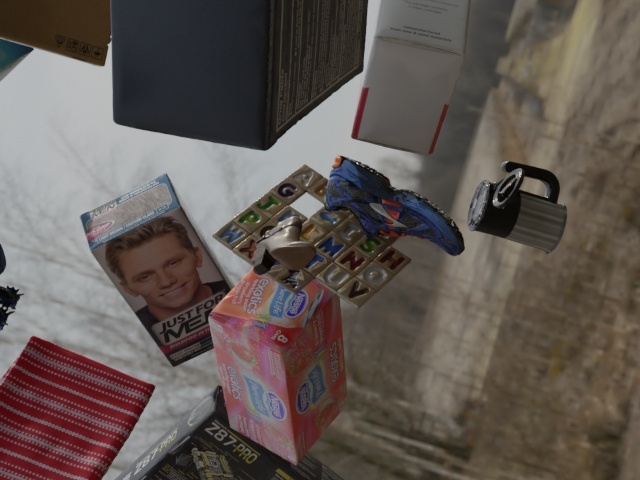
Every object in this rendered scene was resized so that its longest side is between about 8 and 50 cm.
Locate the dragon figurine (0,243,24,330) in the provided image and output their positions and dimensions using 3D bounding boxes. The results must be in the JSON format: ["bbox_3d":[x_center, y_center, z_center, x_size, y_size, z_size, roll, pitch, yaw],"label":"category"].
[{"bbox_3d":[-0.576,0.049,2.066,0.289,0.144,0.085,104,178,-53],"label":"dragon figurine"}]

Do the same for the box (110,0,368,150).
[{"bbox_3d":[-0.074,-0.285,1.260,0.294,0.183,0.296,-48,-35,-60],"label":"box"}]

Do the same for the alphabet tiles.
[{"bbox_3d":[0.000,0.000,1.745,0.198,0.237,0.009,-40,-30,-32],"label":"alphabet tiles"}]

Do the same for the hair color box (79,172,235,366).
[{"bbox_3d":[-0.269,0.060,2.203,0.347,0.174,0.105,63,180,-44],"label":"hair color box"}]

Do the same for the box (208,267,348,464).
[{"bbox_3d":[-0.061,0.189,1.928,0.154,0.142,0.300,-47,-31,-32],"label":"box"}]

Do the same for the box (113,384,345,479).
[{"bbox_3d":[-0.139,0.483,2.202,0.318,0.395,0.097,-43,18,23],"label":"box"}]

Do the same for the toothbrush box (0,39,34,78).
[{"bbox_3d":[-0.698,-0.291,2.243,0.216,0.126,0.295,-32,9,37],"label":"toothbrush box"}]

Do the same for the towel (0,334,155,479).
[{"bbox_3d":[-0.365,0.256,1.631,0.031,0.199,0.275,103,-168,-48],"label":"towel"}]

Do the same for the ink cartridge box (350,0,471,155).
[{"bbox_3d":[0.138,-0.312,1.766,0.226,0.131,0.306,101,178,-55],"label":"ink cartridge box"}]

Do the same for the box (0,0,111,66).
[{"bbox_3d":[-0.349,-0.326,1.578,0.021,0.201,0.164,9,87,51],"label":"box"}]

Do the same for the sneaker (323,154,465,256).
[{"bbox_3d":[0.102,-0.034,1.727,0.087,0.221,0.083,-62,-14,9],"label":"sneaker"}]

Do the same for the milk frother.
[{"bbox_3d":[0.315,-0.047,1.894,0.143,0.135,0.129,-105,32,-70],"label":"milk frother"}]

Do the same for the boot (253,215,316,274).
[{"bbox_3d":[-0.042,0.001,1.634,0.042,0.118,0.087,53,-140,-26],"label":"boot"}]
